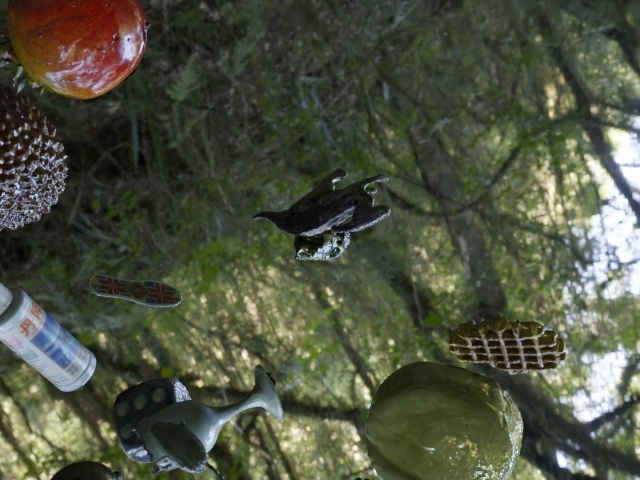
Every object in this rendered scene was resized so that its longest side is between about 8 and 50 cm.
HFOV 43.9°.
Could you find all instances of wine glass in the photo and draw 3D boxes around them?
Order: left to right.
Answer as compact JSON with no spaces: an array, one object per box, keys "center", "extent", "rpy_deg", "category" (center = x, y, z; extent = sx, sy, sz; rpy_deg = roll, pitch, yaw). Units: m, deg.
[{"center":[-0.245,0.393,1.750],"extent":[0.321,0.143,0.143],"rpy_deg":[-21,-158,-19],"category":"wine glass"}]

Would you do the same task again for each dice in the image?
[{"center":[-0.440,0.484,2.142],"extent":[0.182,0.183,0.181],"rpy_deg":[-21,-118,0],"category":"dice"}]

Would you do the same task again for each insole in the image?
[{"center":[-0.357,0.097,1.546],"extent":[0.006,0.194,0.065],"rpy_deg":[-48,-138,37],"category":"insole"}]

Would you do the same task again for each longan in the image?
[{"center":[-0.562,0.606,1.894],"extent":[0.204,0.159,0.185],"rpy_deg":[-16,161,-47],"category":"longan"}]

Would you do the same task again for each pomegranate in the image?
[{"center":[-0.381,-0.315,1.214],"extent":[0.235,0.210,0.210],"rpy_deg":[-21,-157,10],"category":"pomegranate"}]

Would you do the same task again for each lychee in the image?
[{"center":[-0.692,-0.177,1.657],"extent":[0.306,0.330,0.306],"rpy_deg":[-35,-138,40],"category":"lychee"}]

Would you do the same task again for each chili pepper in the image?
[{"center":[0.002,0.000,1.889],"extent":[0.061,0.097,0.224],"rpy_deg":[-13,179,31],"category":"chili pepper"}]

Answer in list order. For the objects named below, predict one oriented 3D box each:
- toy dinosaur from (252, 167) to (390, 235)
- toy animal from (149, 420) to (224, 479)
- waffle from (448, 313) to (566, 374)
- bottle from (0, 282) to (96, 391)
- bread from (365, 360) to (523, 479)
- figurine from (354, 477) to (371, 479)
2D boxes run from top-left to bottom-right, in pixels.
[{"center":[0.015,-0.061,1.399],"extent":[0.294,0.077,0.162],"rpy_deg":[-13,-158,47],"category":"toy dinosaur"},{"center":[-0.228,0.428,1.522],"extent":[0.070,0.253,0.079],"rpy_deg":[-55,162,4],"category":"toy animal"},{"center":[0.435,0.249,1.847],"extent":[0.249,0.253,0.056],"rpy_deg":[-30,-140,46],"category":"waffle"},{"center":[-0.340,0.094,0.896],"extent":[0.060,0.217,0.060],"rpy_deg":[-18,-136,18],"category":"bottle"},{"center":[0.255,0.397,1.652],"extent":[0.321,0.320,0.237],"rpy_deg":[-13,-167,15],"category":"bread"},{"center":[0.105,0.601,1.818],"extent":[0.077,0.079,0.136],"rpy_deg":[8,-139,-6],"category":"figurine"}]
